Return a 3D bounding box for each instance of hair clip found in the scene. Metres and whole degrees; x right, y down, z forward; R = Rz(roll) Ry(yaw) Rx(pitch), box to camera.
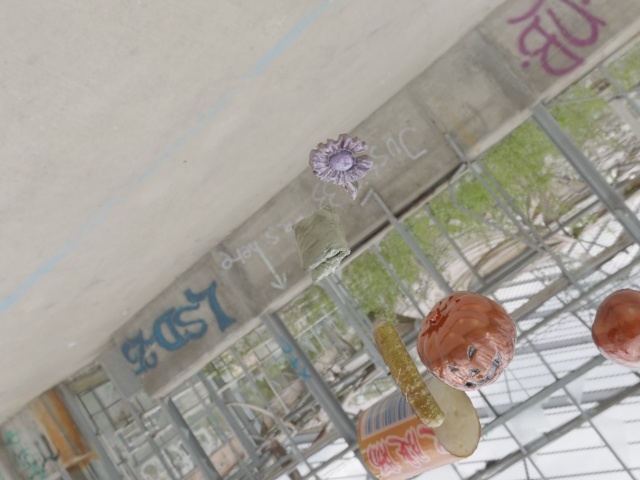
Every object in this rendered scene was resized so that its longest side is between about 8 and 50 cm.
[{"bbox_3d":[0.070,-0.194,1.493,0.173,0.069,0.300,-15,157,9],"label":"hair clip"}]

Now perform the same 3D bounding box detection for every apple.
[{"bbox_3d":[1.032,0.295,1.729,0.251,0.206,0.272,-27,124,-19],"label":"apple"}]

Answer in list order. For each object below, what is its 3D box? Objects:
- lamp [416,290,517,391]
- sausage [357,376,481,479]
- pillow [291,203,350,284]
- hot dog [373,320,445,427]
[{"bbox_3d":[0.269,0.184,0.998,0.188,0.164,0.187,-52,-170,14],"label":"lamp"},{"bbox_3d":[0.277,0.542,1.503,0.287,0.233,0.233,-39,171,36],"label":"sausage"},{"bbox_3d":[0.000,0.000,1.313,0.134,0.181,0.078,-37,134,19],"label":"pillow"},{"bbox_3d":[0.217,0.336,1.312,0.061,0.286,0.088,-23,162,-31],"label":"hot dog"}]
